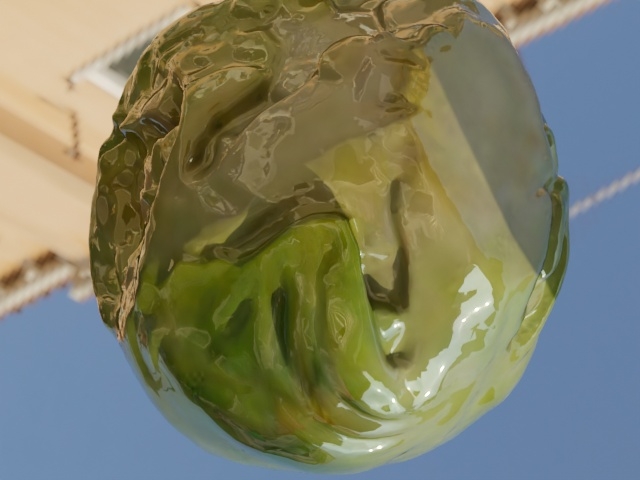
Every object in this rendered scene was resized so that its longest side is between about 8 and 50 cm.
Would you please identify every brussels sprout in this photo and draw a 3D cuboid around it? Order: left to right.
[{"bbox_3d":[0.000,0.000,1.144,0.344,0.344,0.268,-13,-147,39],"label":"brussels sprout"}]
